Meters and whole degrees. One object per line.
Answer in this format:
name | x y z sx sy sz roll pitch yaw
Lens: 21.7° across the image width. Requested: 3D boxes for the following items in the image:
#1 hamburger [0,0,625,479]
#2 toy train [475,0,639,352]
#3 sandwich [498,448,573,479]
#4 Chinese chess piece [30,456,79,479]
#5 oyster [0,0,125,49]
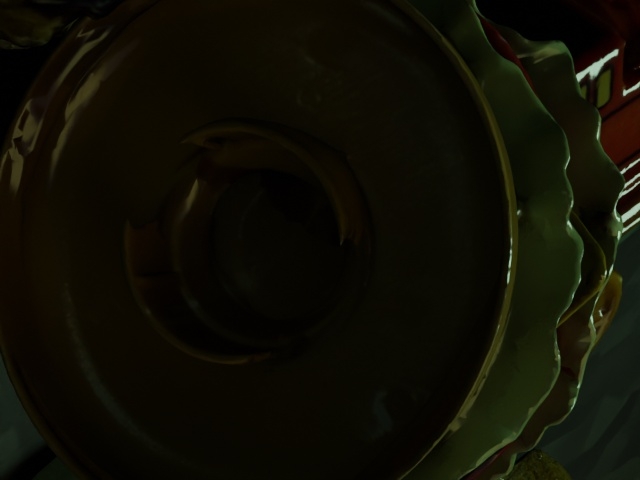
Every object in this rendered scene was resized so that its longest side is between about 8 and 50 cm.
hamburger | 0.000 0.000 0.761 0.274 0.274 0.212 -53 164 12
toy train | 0.144 -0.068 1.009 0.369 0.163 0.232 -34 143 -25
sandwich | 0.147 0.311 1.654 0.214 0.065 0.186 -19 144 -45
Chinese chess piece | -0.126 0.190 1.038 0.188 0.083 0.188 -38 156 -20
oyster | -0.090 -0.164 0.576 0.161 0.107 0.233 -6 131 -43
